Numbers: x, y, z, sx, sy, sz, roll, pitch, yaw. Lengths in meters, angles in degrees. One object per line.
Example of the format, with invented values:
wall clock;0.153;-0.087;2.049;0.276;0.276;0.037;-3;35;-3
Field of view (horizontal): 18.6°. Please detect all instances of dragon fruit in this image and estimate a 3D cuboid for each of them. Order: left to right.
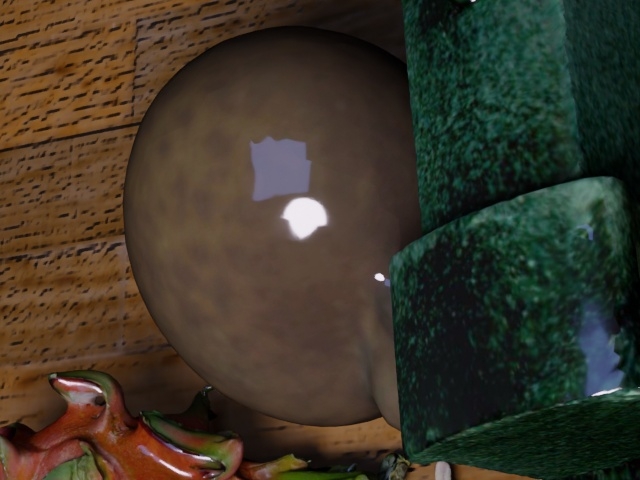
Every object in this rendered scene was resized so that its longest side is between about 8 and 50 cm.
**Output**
dragon fruit;-0.075;0.128;0.911;0.236;0.135;0.137;-26;62;0

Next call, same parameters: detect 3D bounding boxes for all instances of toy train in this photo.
toy train;0.117;-0.037;0.785;0.138;0.178;0.330;-23;63;41

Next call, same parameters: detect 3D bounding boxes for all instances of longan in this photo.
longan;0.000;0.000;0.859;0.159;0.185;0.204;-25;55;-14

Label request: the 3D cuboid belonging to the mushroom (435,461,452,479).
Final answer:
mushroom;0.108;0.225;0.812;0.068;0.043;0.306;-12;65;2
